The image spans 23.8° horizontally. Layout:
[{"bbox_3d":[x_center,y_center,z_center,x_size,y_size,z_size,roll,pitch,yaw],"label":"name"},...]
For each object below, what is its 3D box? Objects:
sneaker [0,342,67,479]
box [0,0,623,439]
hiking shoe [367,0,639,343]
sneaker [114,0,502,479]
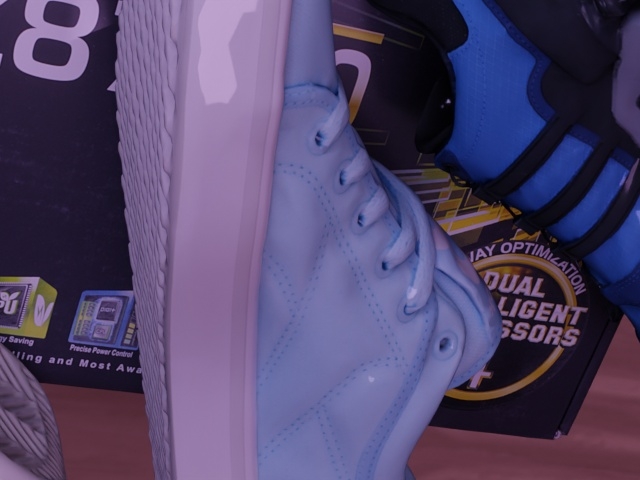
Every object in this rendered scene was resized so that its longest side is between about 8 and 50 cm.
[{"bbox_3d":[-0.257,0.032,0.569,0.148,0.131,0.350,-38,115,8],"label":"sneaker"},{"bbox_3d":[-0.011,-0.074,0.702,0.395,0.097,0.318,10,114,-22],"label":"box"},{"bbox_3d":[0.112,-0.048,0.656,0.132,0.113,0.304,-6,134,21],"label":"hiking shoe"},{"bbox_3d":[0.000,0.000,0.622,0.150,0.135,0.365,-9,133,-13],"label":"sneaker"}]
